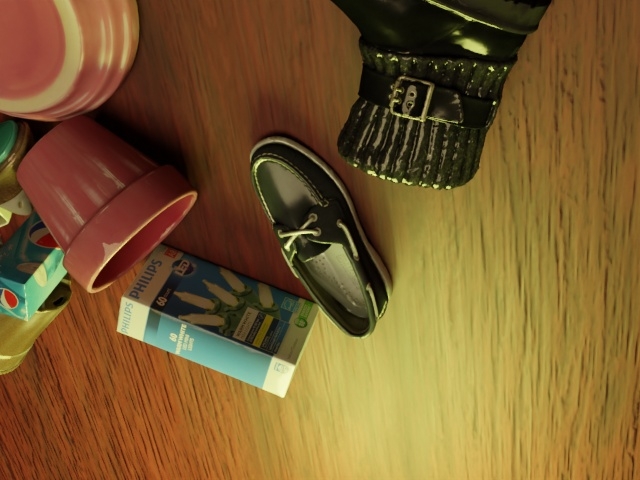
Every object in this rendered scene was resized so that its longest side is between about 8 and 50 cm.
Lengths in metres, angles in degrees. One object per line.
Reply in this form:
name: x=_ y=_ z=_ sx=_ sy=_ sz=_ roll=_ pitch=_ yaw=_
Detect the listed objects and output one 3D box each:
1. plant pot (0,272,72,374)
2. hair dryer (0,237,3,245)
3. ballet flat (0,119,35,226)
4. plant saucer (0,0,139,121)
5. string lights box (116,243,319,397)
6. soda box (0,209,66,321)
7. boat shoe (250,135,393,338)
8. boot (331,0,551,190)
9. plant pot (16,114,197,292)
plant pot: x=-0.484 y=0.096 z=1.433 sx=0.167 sy=0.167 sz=0.165 roll=44 pitch=119 yaw=-15
hair dryer: x=-0.539 y=-0.119 z=1.233 sx=0.223 sy=0.080 sz=0.294 roll=-7 pitch=120 yaw=31
ballet flat: x=-0.493 y=-0.069 z=1.348 sx=0.342 sy=0.116 sz=0.124 roll=-24 pitch=135 yaw=32
plant saucer: x=-0.395 y=-0.289 z=1.157 sx=0.332 sy=0.084 sz=0.332 roll=9 pitch=128 yaw=12
string lights box: x=-0.146 y=0.113 z=1.336 sx=0.259 sy=0.133 sz=0.077 roll=21 pitch=130 yaw=2
soda box: x=-0.389 y=0.014 z=1.296 sx=0.067 sy=0.210 sz=0.071 roll=16 pitch=129 yaw=7
boat shoe: x=0.000 y=0.000 z=1.230 sx=0.114 sy=0.091 sz=0.302 roll=-26 pitch=114 yaw=32
boot: x=0.054 y=-0.213 z=1.028 sx=0.347 sy=0.131 sz=0.260 roll=24 pitch=129 yaw=0
plant pot: x=-0.296 y=-0.060 z=1.233 sx=0.180 sy=0.201 sz=0.201 roll=45 pitch=128 yaw=1
